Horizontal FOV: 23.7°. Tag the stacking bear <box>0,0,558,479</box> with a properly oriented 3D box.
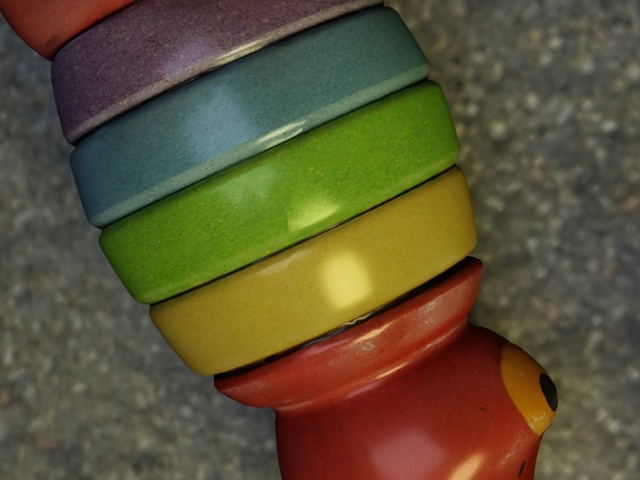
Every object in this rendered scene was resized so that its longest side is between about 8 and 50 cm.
[{"bbox_3d":[0.000,0.000,0.619,0.164,0.175,0.289,-24,92,18],"label":"stacking bear"}]
